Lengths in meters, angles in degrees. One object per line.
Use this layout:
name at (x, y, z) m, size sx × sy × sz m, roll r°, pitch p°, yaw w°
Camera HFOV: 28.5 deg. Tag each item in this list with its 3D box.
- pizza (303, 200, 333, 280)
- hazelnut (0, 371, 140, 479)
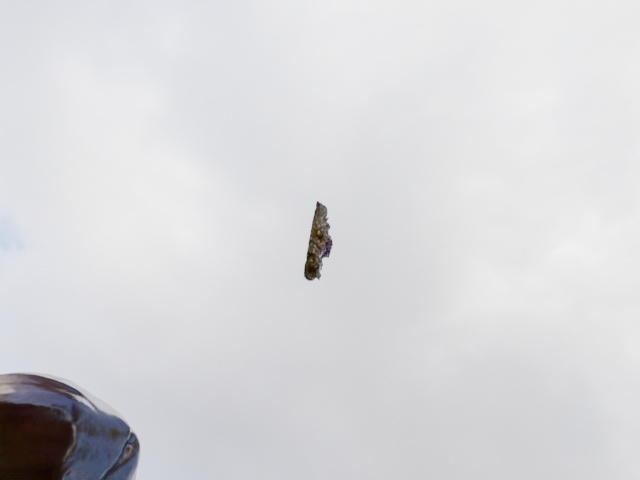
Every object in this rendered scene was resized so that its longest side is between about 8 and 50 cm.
pizza at (0.001, 0.001, 1.243) m, size 0.025 × 0.083 × 0.078 m, roll 11°, pitch -66°, yaw 0°
hazelnut at (-0.298, 0.217, 1.279) m, size 0.181 × 0.181 × 0.212 m, roll 25°, pitch -29°, yaw 30°
